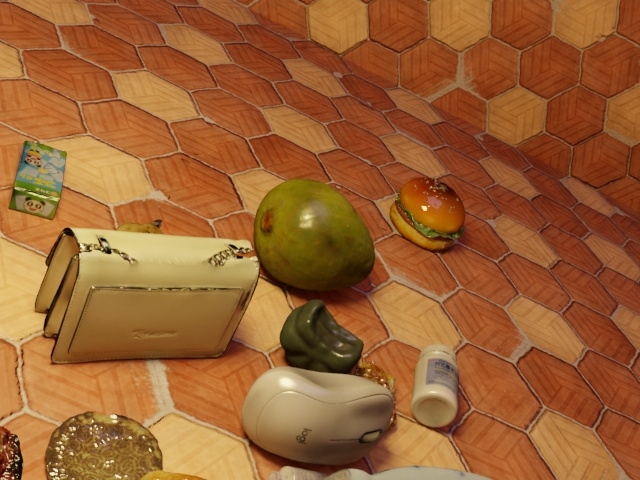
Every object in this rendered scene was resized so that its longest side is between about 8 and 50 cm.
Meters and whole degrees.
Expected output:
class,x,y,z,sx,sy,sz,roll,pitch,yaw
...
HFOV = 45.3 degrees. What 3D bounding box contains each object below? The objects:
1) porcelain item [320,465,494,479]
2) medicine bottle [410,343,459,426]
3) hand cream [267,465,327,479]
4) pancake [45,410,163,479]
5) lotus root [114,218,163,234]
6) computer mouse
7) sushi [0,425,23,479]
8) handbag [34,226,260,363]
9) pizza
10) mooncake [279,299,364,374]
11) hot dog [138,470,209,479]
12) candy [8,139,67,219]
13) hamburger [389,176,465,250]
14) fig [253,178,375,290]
class,x,y,z,sx,sy,sz,roll,pitch,yaw
porcelain item,0.195,0.490,1.292,0.405,0.242,0.179,18,58,-18
medicine bottle,0.261,0.323,1.728,0.102,0.103,0.187,28,31,-4
hand cream,-0.033,0.439,1.366,0.142,0.053,0.084,28,27,-36
pancake,-0.346,0.353,1.233,0.199,0.021,0.199,22,31,-14
lotus root,-0.384,0.022,1.588,0.125,0.118,0.221,16,28,-1
computer mouse,0.004,0.330,1.415,0.296,0.184,0.121,20,15,-19
sushi,-0.493,0.315,1.046,0.150,0.153,0.172,28,3,-41
handbag,-0.319,0.091,1.430,0.358,0.237,0.160,4,41,-37
pizza,0.103,0.322,1.638,0.134,0.056,0.271,16,33,-9
mooncake,0.002,0.212,1.606,0.175,0.169,0.104,17,31,7
hot dog,-0.173,0.456,1.117,0.153,0.150,0.257,-3,43,-31
candy,-0.615,-0.136,1.674,0.097,0.062,0.195,17,33,-24
hamburger,0.340,-0.092,2.342,0.246,0.170,0.246,21,29,-13
fig,0.000,0.000,1.834,0.326,0.258,0.258,28,28,-31
